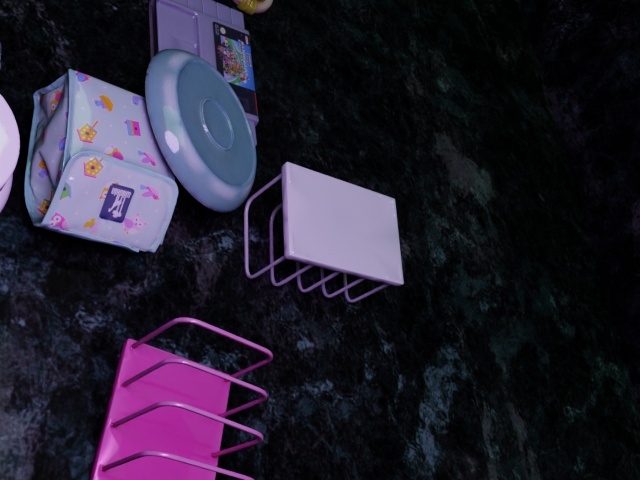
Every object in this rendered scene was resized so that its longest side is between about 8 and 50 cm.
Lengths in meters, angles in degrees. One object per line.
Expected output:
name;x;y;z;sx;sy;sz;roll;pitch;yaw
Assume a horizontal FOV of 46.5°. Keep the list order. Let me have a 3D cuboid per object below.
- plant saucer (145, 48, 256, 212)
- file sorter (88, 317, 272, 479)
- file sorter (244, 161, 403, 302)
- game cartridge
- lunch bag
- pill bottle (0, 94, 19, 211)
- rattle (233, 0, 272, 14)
plant saucer;-0.203;-0.208;1.371;0.317;0.043;0.318;47;33;-44
file sorter;-0.203;0.292;1.139;0.202;0.182;0.291;27;51;-29
file sorter;0.000;0.000;1.492;0.277;0.173;0.193;16;58;-35
game cartridge;-0.244;-0.367;1.564;0.230;0.068;0.355;9;62;-34
lunch bag;-0.361;-0.119;1.245;0.223;0.160;0.262;17;62;-46
pill bottle;-0.507;-0.073;0.920;0.210;0.363;0.210;12;69;-33
rattle;-0.135;-0.638;1.760;0.130;0.143;0.200;34;52;2
